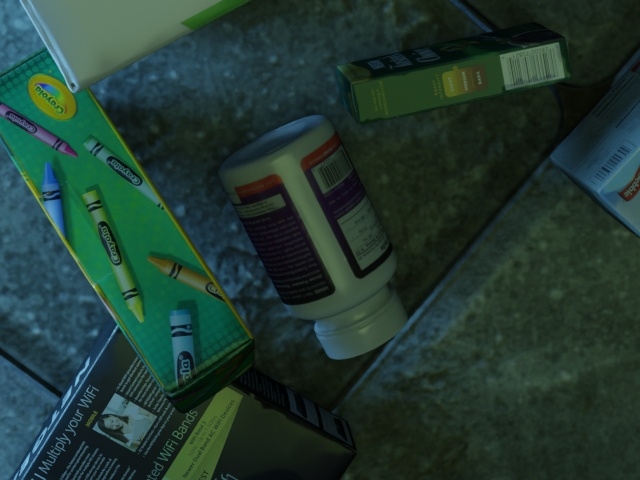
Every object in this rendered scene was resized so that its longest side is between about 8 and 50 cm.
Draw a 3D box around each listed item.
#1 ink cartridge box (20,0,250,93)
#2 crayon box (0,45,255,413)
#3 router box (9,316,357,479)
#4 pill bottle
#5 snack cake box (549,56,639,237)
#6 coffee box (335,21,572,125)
[{"bbox_3d":[-0.122,-0.225,1.100,0.198,0.273,0.115,-28,107,1],"label":"ink cartridge box"},{"bbox_3d":[-0.157,-0.004,1.153,0.081,0.165,0.278,-33,82,-8],"label":"crayon box"},{"bbox_3d":[-0.151,0.243,1.306,0.243,0.081,0.309,31,98,-12],"label":"router box"},{"bbox_3d":[0.000,0.000,1.250,0.108,0.108,0.194,-26,104,1],"label":"pill bottle"},{"bbox_3d":[0.330,-0.125,1.232,0.089,0.152,0.264,41,97,-14],"label":"snack cake box"},{"bbox_3d":[0.109,-0.142,1.226,0.184,0.113,0.040,-12,106,-1],"label":"coffee box"}]
